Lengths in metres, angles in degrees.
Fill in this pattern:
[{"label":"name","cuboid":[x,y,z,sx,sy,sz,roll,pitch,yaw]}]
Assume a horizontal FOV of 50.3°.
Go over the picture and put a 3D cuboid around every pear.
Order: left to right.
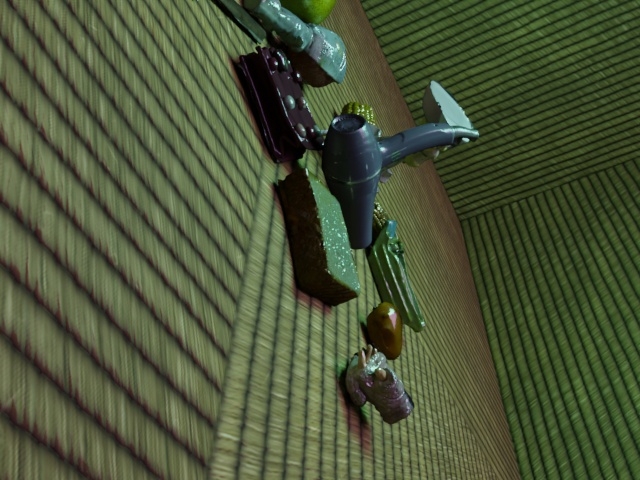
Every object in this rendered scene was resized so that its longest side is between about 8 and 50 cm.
[{"label":"pear","cuboid":[-0.048,-0.592,1.564,0.198,0.198,0.198,57,21,-35]}]

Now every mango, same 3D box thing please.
[{"label":"mango","cuboid":[0.135,0.189,1.394,0.063,0.077,0.127,-139,-142,-74]}]

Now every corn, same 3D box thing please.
[{"label":"corn","cuboid":[0.103,-0.248,1.772,0.102,0.102,0.313,54,24,-42]},{"label":"corn","cuboid":[0.155,-0.028,1.727,0.207,0.068,0.068,54,22,-37]}]

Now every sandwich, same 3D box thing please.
[{"label":"sandwich","cuboid":[0.000,0.000,1.213,0.186,0.065,0.214,40,34,-59]}]

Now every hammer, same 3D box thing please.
[{"label":"hammer","cuboid":[-0.170,-0.436,1.262,0.297,0.027,0.125,24,52,-67]}]

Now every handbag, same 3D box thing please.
[{"label":"handbag","cuboid":[-0.068,-0.260,1.294,0.203,0.074,0.216,-27,97,-75]}]

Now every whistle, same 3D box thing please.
[{"label":"whistle","cuboid":[-0.045,-0.443,1.522,0.346,0.134,0.142,26,48,-53]}]

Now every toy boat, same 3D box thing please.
[{"label":"toy boat","cuboid":[0.178,0.092,1.647,0.111,0.084,0.276,-1,74,-75]}]

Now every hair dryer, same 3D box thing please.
[{"label":"hair dryer","cuboid":[0.176,-0.153,1.413,0.121,0.361,0.301,-126,-159,-45]}]

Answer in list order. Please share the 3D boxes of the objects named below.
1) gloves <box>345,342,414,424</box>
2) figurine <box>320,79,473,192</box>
[{"label":"gloves","cuboid":[0.096,0.252,1.171,0.144,0.094,0.110,50,8,3]},{"label":"figurine","cuboid":[0.155,-0.223,1.550,0.206,0.316,0.284,59,28,2]}]
